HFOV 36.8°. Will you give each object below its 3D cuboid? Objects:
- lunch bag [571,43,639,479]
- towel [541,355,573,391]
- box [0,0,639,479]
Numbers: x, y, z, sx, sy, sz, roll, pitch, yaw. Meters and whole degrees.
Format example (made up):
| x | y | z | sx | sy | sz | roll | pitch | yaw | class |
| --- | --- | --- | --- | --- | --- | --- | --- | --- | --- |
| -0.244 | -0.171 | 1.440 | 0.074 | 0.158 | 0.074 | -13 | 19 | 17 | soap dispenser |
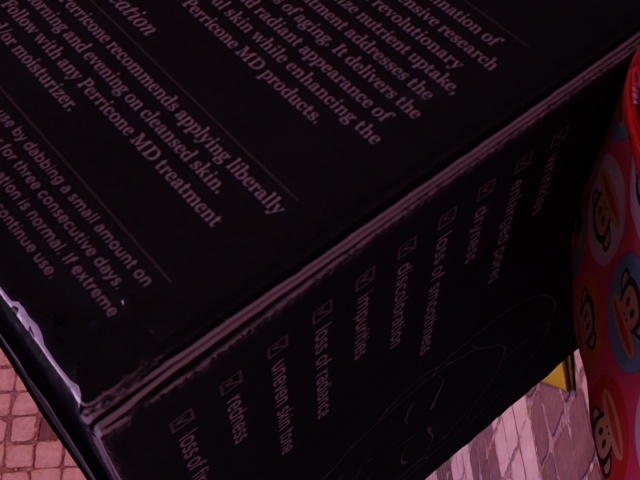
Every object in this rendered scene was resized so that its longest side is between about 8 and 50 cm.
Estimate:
| x | y | z | sx | sy | sz | roll | pitch | yaw | class |
| --- | --- | --- | --- | --- | --- | --- | --- | --- | --- |
| 0.219 | 0.037 | 0.469 | 0.258 | 0.120 | 0.293 | 95 | 174 | -50 | lunch bag |
| 0.258 | 0.117 | 1.137 | 0.237 | 0.021 | 0.102 | 120 | 142 | -87 | towel |
| 0.000 | 0.000 | 0.736 | 0.297 | 0.472 | 0.480 | 46 | 157 | 27 | box |
